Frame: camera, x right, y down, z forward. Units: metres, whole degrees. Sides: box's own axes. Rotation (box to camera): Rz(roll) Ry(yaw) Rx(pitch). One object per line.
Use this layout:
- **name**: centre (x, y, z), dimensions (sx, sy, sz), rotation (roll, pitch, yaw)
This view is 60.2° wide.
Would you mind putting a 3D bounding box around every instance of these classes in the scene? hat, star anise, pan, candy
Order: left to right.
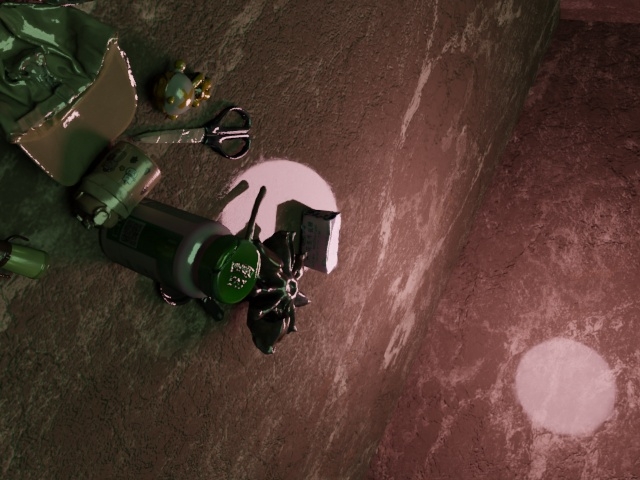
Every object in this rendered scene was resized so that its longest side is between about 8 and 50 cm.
- **hat**: centre (-0.386, -0.206, 0.791), dimensions (0.214, 0.149, 0.244), rotation (-57, -177, -24)
- **pan**: centre (-0.266, 0.100, 1.167), dimensions (0.136, 0.028, 0.235), rotation (-53, 141, -27)
- **star anise**: centre (-0.121, 0.089, 1.319), dimensions (0.316, 0.139, 0.359), rotation (46, 50, -64)
- **candy**: centre (0.000, 0.000, 1.476), dimensions (0.073, 0.092, 0.160), rotation (-27, 126, -56)

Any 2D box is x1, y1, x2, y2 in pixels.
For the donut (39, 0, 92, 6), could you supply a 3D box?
- **donut**: centre (-0.356, -0.434, 0.687), dimensions (0.272, 0.107, 0.272), rotation (-41, 141, -46)

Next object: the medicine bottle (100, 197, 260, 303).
- **medicine bottle**: centre (-0.236, 0.016, 0.935), dimensions (0.133, 0.274, 0.133), rotation (-31, 130, -48)

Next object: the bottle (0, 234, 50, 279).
- **bottle**: centre (-0.457, 0.022, 0.815), dimensions (0.101, 0.047, 0.063), rotation (32, 50, -54)

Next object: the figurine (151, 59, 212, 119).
- **figurine**: centre (-0.244, -0.262, 0.988), dimensions (0.101, 0.068, 0.143), rotation (-66, 166, 4)

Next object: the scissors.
- **scissors**: centre (-0.238, -0.202, 1.064), dimensions (0.300, 0.022, 0.109), rotation (-19, 117, -52)

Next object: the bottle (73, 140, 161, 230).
- **bottle**: centre (-0.340, -0.079, 0.898), dimensions (0.152, 0.099, 0.099), rotation (-56, 146, -20)
